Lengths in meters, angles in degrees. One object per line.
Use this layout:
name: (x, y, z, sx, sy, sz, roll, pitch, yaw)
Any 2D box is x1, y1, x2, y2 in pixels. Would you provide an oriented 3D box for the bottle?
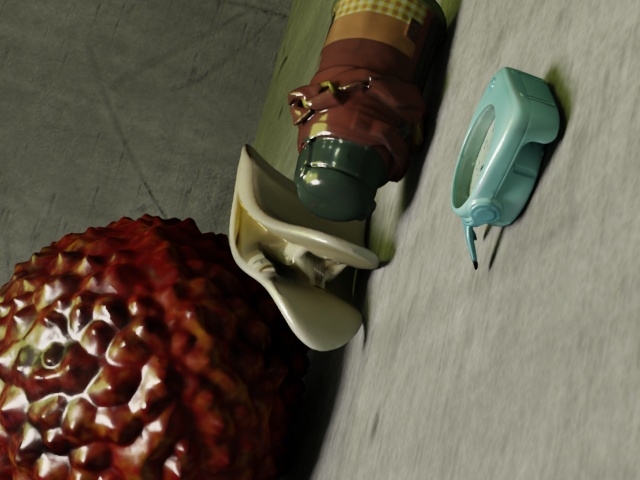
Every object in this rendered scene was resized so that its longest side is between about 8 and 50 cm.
bottle: (0.043, -0.150, 1.405, 0.143, 0.156, 0.271, -44, 24, 59)

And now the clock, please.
clock: (0.135, -0.054, 1.016, 0.108, 0.045, 0.147, -88, 17, -62)

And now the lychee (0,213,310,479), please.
lychee: (-0.215, 0.179, 1.559, 0.500, 0.424, 0.425, -24, 49, 67)

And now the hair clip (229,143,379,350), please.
hair clip: (-0.010, 0.013, 1.462, 0.113, 0.172, 0.282, -61, 23, 14)
